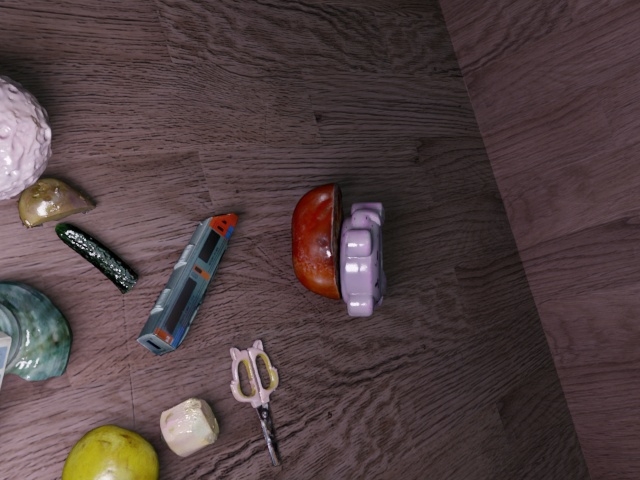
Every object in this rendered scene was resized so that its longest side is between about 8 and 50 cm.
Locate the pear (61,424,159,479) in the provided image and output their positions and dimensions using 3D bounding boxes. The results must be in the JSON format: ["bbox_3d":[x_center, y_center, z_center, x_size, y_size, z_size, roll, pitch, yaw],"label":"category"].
[{"bbox_3d":[-0.410,0.460,1.398,0.200,0.200,0.199,19,62,-40],"label":"pear"}]

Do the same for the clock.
[{"bbox_3d":[0.122,0.055,2.008,0.322,0.114,0.295,-63,152,-73],"label":"clock"}]

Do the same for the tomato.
[{"bbox_3d":[-0.011,0.002,1.960,0.338,0.144,0.338,-3,90,-84],"label":"tomato"}]

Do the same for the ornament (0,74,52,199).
[{"bbox_3d":[-0.638,-0.192,1.356,0.225,0.260,0.259,38,51,-35],"label":"ornament"}]

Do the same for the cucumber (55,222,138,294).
[{"bbox_3d":[-0.496,0.032,1.569,0.215,0.052,0.058,45,77,-22],"label":"cucumber"}]

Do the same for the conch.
[{"bbox_3d":[-0.598,0.174,1.326,0.220,0.195,0.277,52,-4,15],"label":"conch"}]

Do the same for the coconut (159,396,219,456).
[{"bbox_3d":[-0.299,0.417,1.576,0.116,0.122,0.116,61,3,-6],"label":"coconut"}]

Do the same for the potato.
[{"bbox_3d":[-0.557,-0.097,1.525,0.172,0.089,0.100,-19,86,-46],"label":"potato"}]

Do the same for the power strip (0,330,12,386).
[{"bbox_3d":[-0.613,0.321,1.204,0.106,0.043,0.367,-3,112,-63],"label":"power strip"}]

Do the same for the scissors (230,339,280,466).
[{"bbox_3d":[-0.148,0.414,1.794,0.160,0.024,0.317,-11,83,-47],"label":"scissors"}]

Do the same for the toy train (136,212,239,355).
[{"bbox_3d":[-0.312,0.081,1.709,0.089,0.086,0.409,40,50,-26],"label":"toy train"}]
